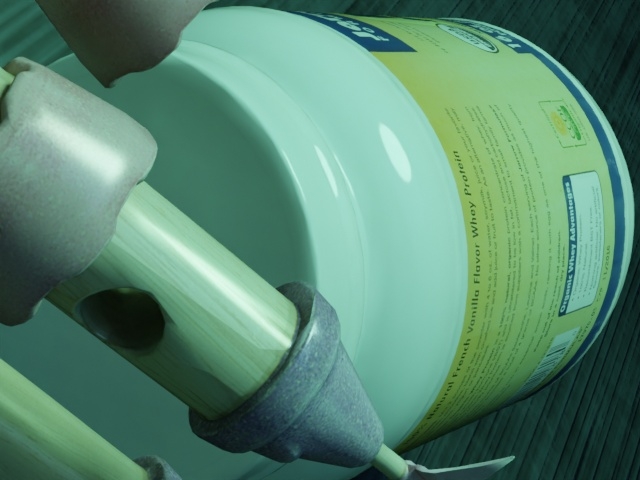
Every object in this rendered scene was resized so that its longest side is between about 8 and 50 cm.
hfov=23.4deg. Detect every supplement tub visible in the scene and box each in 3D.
[{"bbox_3d":[0.000,0.000,0.767,0.316,0.228,0.228,-10,78,-58],"label":"supplement tub"}]

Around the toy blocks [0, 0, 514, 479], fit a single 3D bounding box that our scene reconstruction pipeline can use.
[{"bbox_3d":[-0.136,0.063,0.461,0.260,0.288,0.309,43,34,-23],"label":"toy blocks"}]
